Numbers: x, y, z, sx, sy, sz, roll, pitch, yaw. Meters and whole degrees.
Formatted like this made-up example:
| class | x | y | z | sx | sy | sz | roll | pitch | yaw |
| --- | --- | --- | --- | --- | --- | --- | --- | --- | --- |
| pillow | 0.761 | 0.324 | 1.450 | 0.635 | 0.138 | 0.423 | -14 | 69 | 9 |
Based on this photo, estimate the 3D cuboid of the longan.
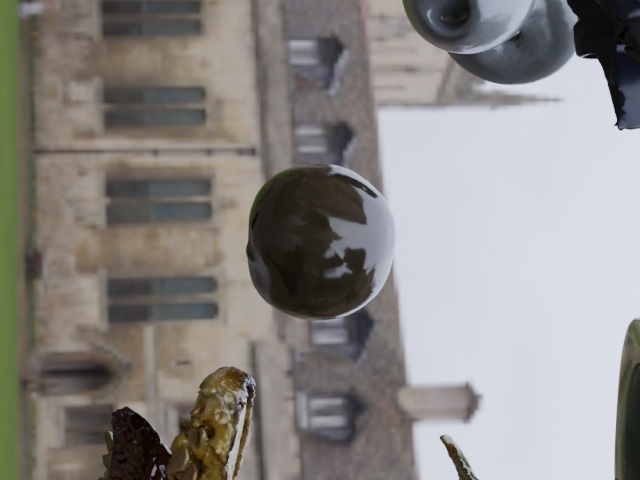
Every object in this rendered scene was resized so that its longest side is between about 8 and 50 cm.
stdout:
| class | x | y | z | sx | sy | sz | roll | pitch | yaw |
| --- | --- | --- | --- | --- | --- | --- | --- | --- | --- |
| longan | 0.000 | 0.000 | 1.817 | 0.196 | 0.196 | 0.220 | -101 | 178 | -46 |

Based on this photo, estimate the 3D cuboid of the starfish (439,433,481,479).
| class | x | y | z | sx | sy | sz | roll | pitch | yaw |
| --- | --- | --- | --- | --- | --- | --- | --- | --- | --- |
| starfish | 0.265 | 0.442 | 1.884 | 0.347 | 0.078 | 0.358 | 13 | -55 | 47 |

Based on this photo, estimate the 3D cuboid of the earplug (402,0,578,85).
| class | x | y | z | sx | sy | sz | roll | pitch | yaw |
| --- | --- | --- | --- | --- | --- | --- | --- | --- | --- |
| earplug | 0.234 | -0.314 | 1.975 | 0.325 | 0.214 | 0.175 | 25 | 52 | -51 |

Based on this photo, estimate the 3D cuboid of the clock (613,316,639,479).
| class | x | y | z | sx | sy | sz | roll | pitch | yaw |
| --- | --- | --- | --- | --- | --- | --- | --- | --- | --- |
| clock | 0.401 | 0.240 | 1.584 | 0.324 | 0.108 | 0.265 | -82 | 174 | -78 |

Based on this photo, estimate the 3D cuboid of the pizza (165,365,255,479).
| class | x | y | z | sx | sy | sz | roll | pitch | yaw |
| --- | --- | --- | --- | --- | --- | --- | --- | --- | --- |
| pizza | -0.126 | 0.260 | 1.601 | 0.251 | 0.074 | 0.288 | -58 | 163 | -76 |

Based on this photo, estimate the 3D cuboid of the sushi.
| class | x | y | z | sx | sy | sz | roll | pitch | yaw |
| --- | --- | --- | --- | --- | --- | --- | --- | --- | --- |
| sushi | -0.242 | 0.325 | 1.772 | 0.296 | 0.179 | 0.167 | 119 | -14 | -66 |

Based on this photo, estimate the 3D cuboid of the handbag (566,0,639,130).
| class | x | y | z | sx | sy | sz | roll | pitch | yaw |
| --- | --- | --- | --- | --- | --- | --- | --- | --- | --- |
| handbag | 0.263 | -0.251 | 1.090 | 0.118 | 0.269 | 0.326 | 122 | -46 | -58 |
